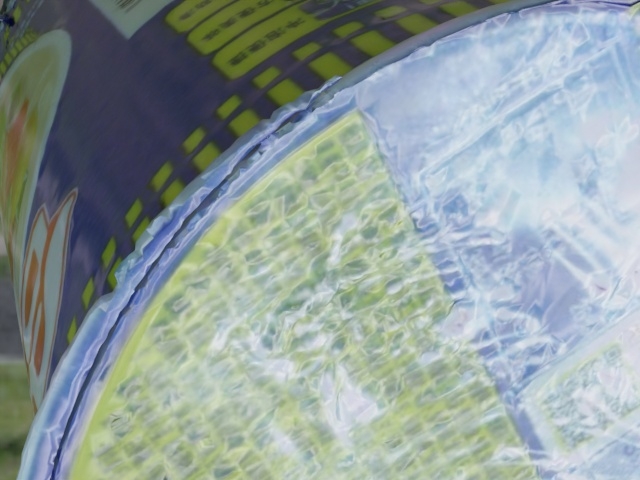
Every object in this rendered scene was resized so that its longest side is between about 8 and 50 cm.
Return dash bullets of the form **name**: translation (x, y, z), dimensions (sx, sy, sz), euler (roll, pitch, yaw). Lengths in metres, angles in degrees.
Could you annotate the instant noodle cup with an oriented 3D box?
- **instant noodle cup**: translation (0.000, 0.000, 0.510), dimensions (0.284, 0.284, 0.312), euler (3, -156, -25)
